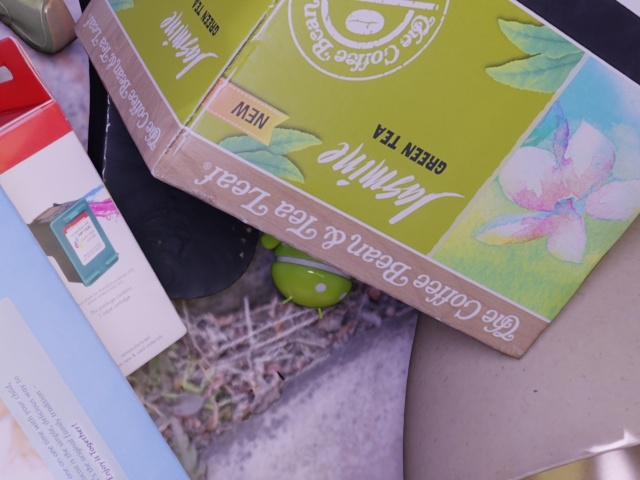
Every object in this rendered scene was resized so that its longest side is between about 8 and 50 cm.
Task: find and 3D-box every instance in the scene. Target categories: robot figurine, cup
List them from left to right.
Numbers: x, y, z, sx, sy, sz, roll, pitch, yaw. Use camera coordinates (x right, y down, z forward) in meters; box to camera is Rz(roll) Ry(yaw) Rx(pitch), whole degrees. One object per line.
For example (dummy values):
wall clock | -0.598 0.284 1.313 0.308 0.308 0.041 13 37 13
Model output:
robot figurine | 0.000 0.000 1.274 0.101 0.067 0.115 22 79 -40
cup | 0.204 0.085 1.281 0.331 0.331 0.237 1 65 -30

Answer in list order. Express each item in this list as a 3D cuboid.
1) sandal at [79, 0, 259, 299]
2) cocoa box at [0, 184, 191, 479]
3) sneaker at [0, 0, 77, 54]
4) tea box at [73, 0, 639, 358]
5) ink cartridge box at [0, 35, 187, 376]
sandal | -0.099 -0.180 1.195 0.167 0.107 0.446 -9 94 -30
cocoa box | -0.258 0.127 1.032 0.231 0.228 0.347 -38 108 -25
sneaker | -0.258 -0.191 1.131 0.086 0.064 0.192 -43 104 -22
tea box | 0.075 -0.150 1.082 0.329 0.220 0.323 26 109 -34
ink cartridge box | -0.199 -0.016 1.122 0.078 0.134 0.231 -35 106 -25
